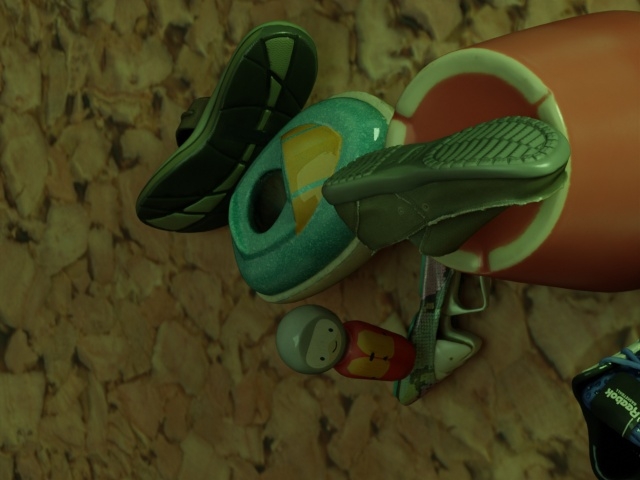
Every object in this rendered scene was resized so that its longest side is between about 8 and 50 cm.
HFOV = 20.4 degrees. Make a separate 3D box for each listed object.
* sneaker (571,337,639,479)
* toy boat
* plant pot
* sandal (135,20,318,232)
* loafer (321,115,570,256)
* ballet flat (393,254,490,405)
[{"bbox_3d":[0.328,0.108,1.554,0.127,0.182,0.316,39,117,28],"label":"sneaker"},{"bbox_3d":[0.000,0.000,1.785,0.267,0.148,0.318,-45,45,37],"label":"toy boat"},{"bbox_3d":[0.204,-0.074,1.600,0.275,0.243,0.275,5,98,39],"label":"plant pot"},{"bbox_3d":[-0.098,-0.123,1.944,0.303,0.120,0.086,-54,34,27],"label":"sandal"},{"bbox_3d":[0.112,-0.039,1.476,0.251,0.094,0.087,-7,115,49],"label":"loafer"},{"bbox_3d":[0.129,0.070,1.791,0.079,0.077,0.222,14,103,18],"label":"ballet flat"}]
